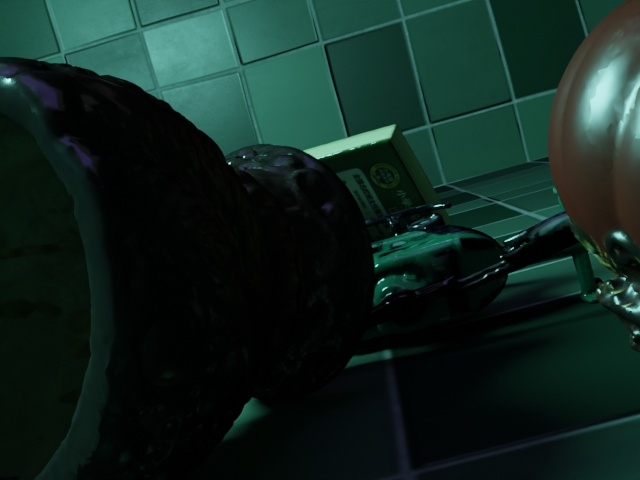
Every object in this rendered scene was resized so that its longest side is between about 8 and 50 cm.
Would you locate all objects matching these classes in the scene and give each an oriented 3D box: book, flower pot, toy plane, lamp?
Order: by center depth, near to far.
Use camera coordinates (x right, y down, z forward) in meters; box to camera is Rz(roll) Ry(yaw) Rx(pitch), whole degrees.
[{"bbox_3d":[0.214,-0.026,0.433,0.226,0.227,0.227,-15,5,1],"label":"lamp"},{"bbox_3d":[-0.112,0.028,0.596,0.266,0.267,0.267,-12,-4,36],"label":"flower pot"},{"bbox_3d":[0.107,0.029,0.763,0.381,0.106,0.155,-14,11,13],"label":"toy plane"},{"bbox_3d":[0.000,0.000,0.921,0.264,0.202,0.027,-13,37,30],"label":"book"}]
